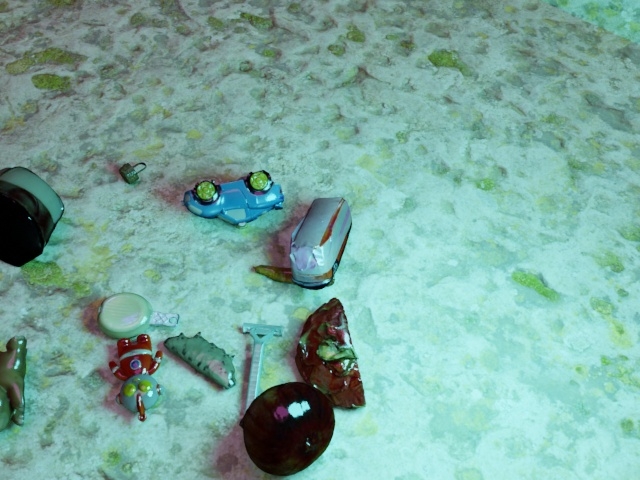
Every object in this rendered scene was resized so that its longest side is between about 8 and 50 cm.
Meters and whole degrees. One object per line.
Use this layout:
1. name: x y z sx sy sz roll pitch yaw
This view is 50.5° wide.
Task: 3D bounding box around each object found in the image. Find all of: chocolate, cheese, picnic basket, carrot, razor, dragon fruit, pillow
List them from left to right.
1. chocolate: -0.886 -0.089 2.005 0.284 0.283 0.186 20 40 13
2. picnic basket: -0.604 -0.228 2.197 0.083 0.072 0.072 -37 63 -21
3. cheese: -0.506 0.214 1.896 0.228 0.064 0.137 4 59 5
4. pillow: -0.311 0.311 1.836 0.241 0.051 0.093 29 66 20
5. razor: -0.171 0.347 1.808 0.111 0.056 0.277 5 55 2
6. carrot: -0.076 0.101 1.979 0.248 0.059 0.059 6 56 8
7. dragon fruit: 0.007 0.278 1.766 0.152 0.205 0.316 -12 56 -7

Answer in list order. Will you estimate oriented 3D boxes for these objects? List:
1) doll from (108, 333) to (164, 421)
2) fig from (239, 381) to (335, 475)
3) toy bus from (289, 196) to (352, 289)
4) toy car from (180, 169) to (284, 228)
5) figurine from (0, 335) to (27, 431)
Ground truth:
1. doll: -0.483 0.363 1.789 0.143 0.076 0.245 -12 52 -7
2. fig: -0.082 0.445 1.644 0.235 0.234 0.214 -15 34 -10
3. toy bus: 0.000 0.000 1.953 0.128 0.147 0.302 2 34 18
4. toy car: -0.262 -0.115 2.064 0.315 0.198 0.165 -11 88 -5
5. figurine: -0.841 0.374 1.719 0.173 0.177 0.247 1 65 -21
